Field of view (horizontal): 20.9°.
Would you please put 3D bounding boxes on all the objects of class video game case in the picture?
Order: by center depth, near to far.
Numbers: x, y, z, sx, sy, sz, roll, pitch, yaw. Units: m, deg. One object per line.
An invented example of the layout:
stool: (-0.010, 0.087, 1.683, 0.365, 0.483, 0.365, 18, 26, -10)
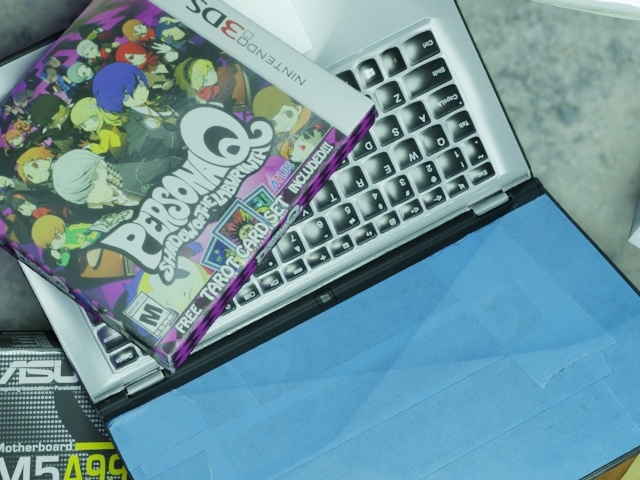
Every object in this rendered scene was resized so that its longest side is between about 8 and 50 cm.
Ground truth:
video game case: (-0.112, -0.060, 1.192, 0.210, 0.042, 0.232, 35, 74, 13)

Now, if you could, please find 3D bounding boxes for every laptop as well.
laptop: (0.000, 0.000, 1.202, 0.382, 0.236, 0.408, -27, 101, -10)

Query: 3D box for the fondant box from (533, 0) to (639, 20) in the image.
fondant box: (0.209, -0.327, 1.150, 0.096, 0.238, 0.330, 10, 106, 4)

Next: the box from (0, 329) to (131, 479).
box: (-0.139, 0.179, 1.355, 0.270, 0.060, 0.216, 1, 102, -19)

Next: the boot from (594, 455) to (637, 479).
boot: (0.186, 0.235, 1.319, 0.264, 0.096, 0.280, 28, 99, 5)

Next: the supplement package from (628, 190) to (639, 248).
supplement package: (0.373, -0.077, 1.203, 0.204, 0.145, 0.262, 28, 131, -2)

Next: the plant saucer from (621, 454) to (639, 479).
plant saucer: (0.164, 0.234, 1.389, 0.333, 0.081, 0.332, 11, 106, 3)
